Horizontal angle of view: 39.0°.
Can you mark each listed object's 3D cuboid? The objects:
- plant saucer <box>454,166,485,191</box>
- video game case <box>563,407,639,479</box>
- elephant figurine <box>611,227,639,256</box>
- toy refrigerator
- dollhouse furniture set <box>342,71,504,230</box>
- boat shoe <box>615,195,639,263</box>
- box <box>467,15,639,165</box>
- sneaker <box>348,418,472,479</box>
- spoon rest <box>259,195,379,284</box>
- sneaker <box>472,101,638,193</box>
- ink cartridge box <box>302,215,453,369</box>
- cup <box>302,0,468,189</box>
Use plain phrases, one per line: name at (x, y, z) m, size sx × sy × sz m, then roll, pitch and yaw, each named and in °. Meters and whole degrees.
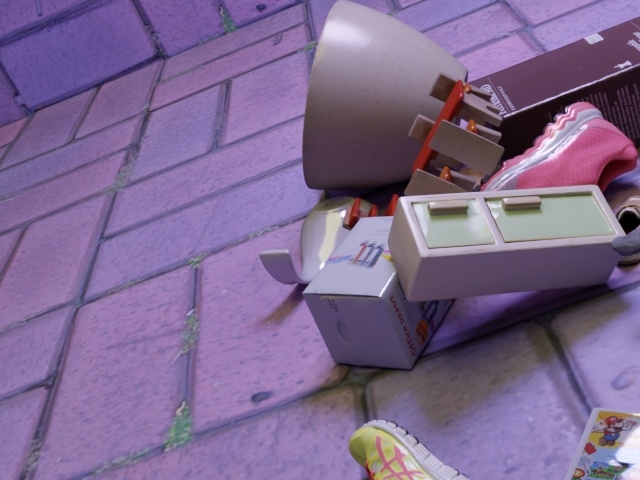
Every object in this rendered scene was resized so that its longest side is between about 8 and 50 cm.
plant saucer at (0.239, -0.094, 1.495) m, size 0.083 × 0.015 × 0.083 m, roll -19°, pitch 28°, yaw 11°
video game case at (0.331, 0.243, 0.825) m, size 0.227 × 0.026 × 0.206 m, roll -2°, pitch 35°, yaw 38°
elephant figurine at (0.505, -0.019, 1.044) m, size 0.239 × 0.186 × 0.169 m, roll -31°, pitch -17°, yaw -34°
toy refrigerator at (0.230, -0.001, 1.120) m, size 0.269 × 0.094 × 0.102 m, roll -4°, pitch 49°, yaw -13°
dollhouse furniture set at (0.147, -0.109, 1.311) m, size 0.135 × 0.259 × 0.262 m, roll 24°, pitch 25°, yaw -4°
boat shoe at (0.415, -0.024, 1.201) m, size 0.050 × 0.045 × 0.135 m, roll -8°, pitch 32°, yaw 29°
box at (0.447, -0.236, 1.450) m, size 0.381 × 0.143 × 0.191 m, roll -22°, pitch 28°, yaw 8°
sneaker at (0.083, 0.259, 0.935) m, size 0.094 × 0.081 × 0.208 m, roll -38°, pitch 31°, yaw -19°
spoon rest at (0.000, 0.000, 1.476) m, size 0.137 × 0.084 × 0.276 m, roll -3°, pitch 21°, yaw 33°
sneaker at (0.324, -0.066, 1.279) m, size 0.314 × 0.116 × 0.136 m, roll -42°, pitch 60°, yaw -11°
ink cartridge box at (0.086, 0.068, 1.213) m, size 0.127 × 0.128 × 0.176 m, roll 0°, pitch 37°, yaw 38°
cup at (0.124, -0.232, 1.561) m, size 0.237 × 0.331 × 0.331 m, roll 10°, pitch 37°, yaw 10°
